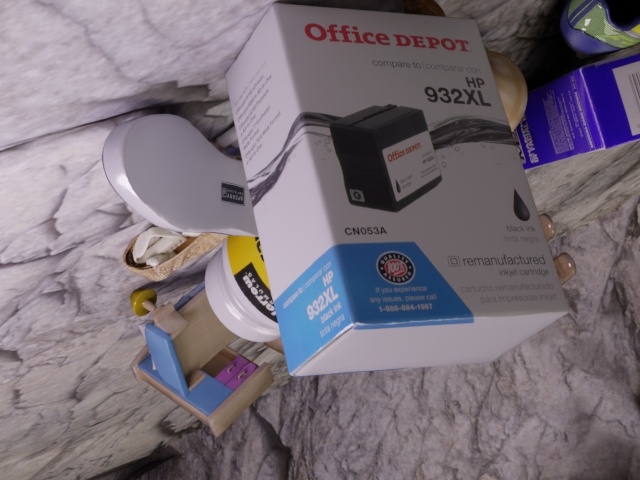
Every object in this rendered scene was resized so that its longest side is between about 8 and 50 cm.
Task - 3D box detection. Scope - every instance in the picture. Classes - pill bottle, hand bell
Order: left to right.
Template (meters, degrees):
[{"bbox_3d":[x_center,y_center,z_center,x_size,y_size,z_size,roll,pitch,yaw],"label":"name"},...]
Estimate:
[{"bbox_3d":[0.000,0.000,1.372,0.188,0.188,0.334,-15,164,-41],"label":"pill bottle"},{"bbox_3d":[0.132,-0.192,1.190,0.126,0.126,0.242,-28,156,11],"label":"hand bell"}]

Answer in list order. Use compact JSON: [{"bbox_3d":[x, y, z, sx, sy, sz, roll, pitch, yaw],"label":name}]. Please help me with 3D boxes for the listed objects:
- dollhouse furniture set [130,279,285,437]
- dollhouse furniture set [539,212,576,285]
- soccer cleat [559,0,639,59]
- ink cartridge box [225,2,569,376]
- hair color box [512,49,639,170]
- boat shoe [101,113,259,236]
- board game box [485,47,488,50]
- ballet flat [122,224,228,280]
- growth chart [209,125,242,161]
[{"bbox_3d":[-0.182,0.101,1.796,0.286,0.198,0.303,-43,144,-27],"label":"dollhouse furniture set"},{"bbox_3d":[0.286,-0.002,1.879,0.212,0.242,0.161,-23,167,-16],"label":"dollhouse furniture set"},{"bbox_3d":[0.411,-0.289,1.311,0.289,0.093,0.121,-22,165,-17],"label":"soccer cleat"},{"bbox_3d":[0.062,-0.048,1.023,0.223,0.307,0.129,-1,155,-28],"label":"ink cartridge box"},{"bbox_3d":[0.372,-0.172,1.460,0.185,0.110,0.339,-17,179,-7],"label":"hair color box"},{"bbox_3d":[-0.147,-0.058,1.157,0.102,0.108,0.301,-1,175,24],"label":"boat shoe"},{"bbox_3d":[0.160,-0.147,1.395,0.043,0.092,0.181,-16,164,-33],"label":"board game box"},{"bbox_3d":[-0.168,-0.010,1.371,0.067,0.073,0.206,9,142,-45],"label":"ballet flat"},{"bbox_3d":[-0.030,-0.121,1.291,0.172,0.021,0.237,-30,167,21],"label":"growth chart"}]
